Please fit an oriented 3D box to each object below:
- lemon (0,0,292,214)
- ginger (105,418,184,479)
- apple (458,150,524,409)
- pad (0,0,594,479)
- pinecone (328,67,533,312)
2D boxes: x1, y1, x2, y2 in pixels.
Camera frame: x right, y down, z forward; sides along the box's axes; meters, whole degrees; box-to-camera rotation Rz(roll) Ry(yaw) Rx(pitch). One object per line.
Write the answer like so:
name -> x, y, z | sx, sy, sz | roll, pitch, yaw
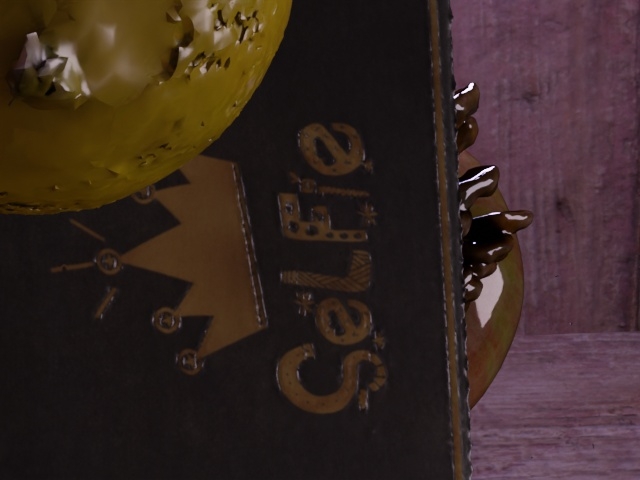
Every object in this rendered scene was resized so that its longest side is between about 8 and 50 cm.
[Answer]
lemon -> -0.090, -0.100, 0.589 | 0.206, 0.173, 0.173 | -70, 159, -49
ginger -> -0.088, 0.140, 0.877 | 0.157, 0.102, 0.216 | -130, -143, -87
apple -> 0.027, 0.042, 1.391 | 0.234, 0.256, 0.257 | 83, 6, -60
pad -> 0.001, 0.000, 0.836 | 0.063, 0.315, 0.375 | -29, -120, 60
pinecone -> -0.027, -0.034, 0.998 | 0.244, 0.244, 0.309 | -38, 107, -84
